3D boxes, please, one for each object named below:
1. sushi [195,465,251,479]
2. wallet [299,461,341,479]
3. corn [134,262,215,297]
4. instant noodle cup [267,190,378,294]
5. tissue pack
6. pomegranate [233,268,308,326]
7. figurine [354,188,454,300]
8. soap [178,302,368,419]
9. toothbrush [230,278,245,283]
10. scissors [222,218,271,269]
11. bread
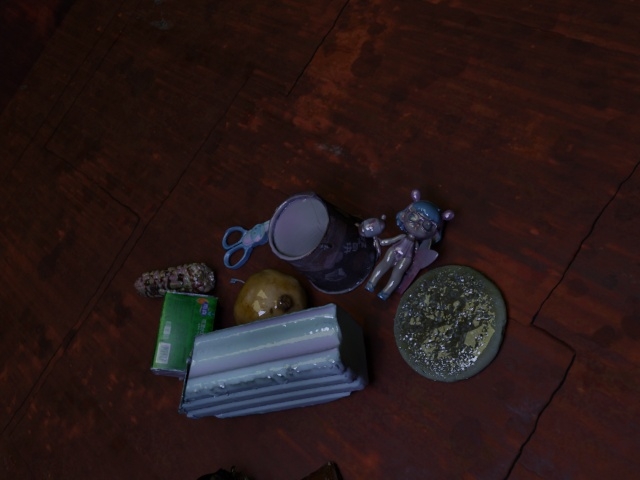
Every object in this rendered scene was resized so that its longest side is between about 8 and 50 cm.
[{"bbox_3d":[-0.226,0.636,1.452,0.204,0.200,0.213,-42,67,12],"label":"sushi"},{"bbox_3d":[-0.029,0.566,1.448,0.176,0.026,0.095,-37,35,15],"label":"wallet"},{"bbox_3d":[-0.414,0.118,1.865,0.281,0.092,0.092,-10,65,34],"label":"corn"},{"bbox_3d":[0.000,0.000,1.574,0.217,0.207,0.217,-14,62,28],"label":"instant noodle cup"},{"bbox_3d":[-0.353,0.259,1.738,0.148,0.156,0.209,7,68,-4],"label":"tissue pack"},{"bbox_3d":[-0.117,0.159,1.597,0.196,0.196,0.196,-13,64,28],"label":"pomegranate"},{"bbox_3d":[0.178,0.007,1.515,0.205,0.103,0.260,32,92,19],"label":"figurine"},{"bbox_3d":[-0.123,0.289,1.482,0.446,0.261,0.156,-16,61,18],"label":"soap"},{"bbox_3d":[-0.193,0.117,1.767,0.131,0.011,0.013,8,62,35],"label":"toothbrush"},{"bbox_3d":[-0.168,-0.016,1.795,0.256,0.030,0.125,-27,57,24],"label":"scissors"},{"bbox_3d":[0.277,0.174,1.427,0.267,0.040,0.267,-13,63,28],"label":"bread"}]
